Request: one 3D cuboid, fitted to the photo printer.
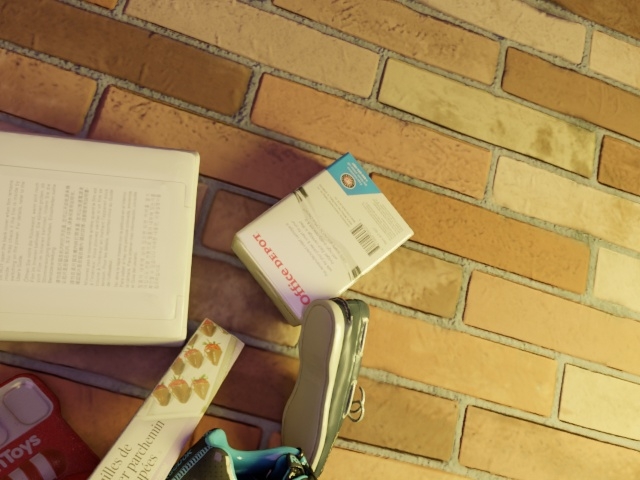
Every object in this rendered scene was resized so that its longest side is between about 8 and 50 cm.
[{"bbox_3d":[-0.313,-0.002,0.757,0.308,0.107,0.256,4,82,-14],"label":"photo printer"}]

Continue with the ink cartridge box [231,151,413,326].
[{"bbox_3d":[0.000,0.000,0.851,0.203,0.086,0.148,-37,89,-18],"label":"ink cartridge box"}]

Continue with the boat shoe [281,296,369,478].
[{"bbox_3d":[0.008,0.194,0.789,0.079,0.095,0.254,3,98,-37],"label":"boat shoe"}]

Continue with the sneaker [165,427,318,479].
[{"bbox_3d":[-0.023,0.321,0.702,0.341,0.125,0.139,27,96,-30],"label":"sneaker"}]

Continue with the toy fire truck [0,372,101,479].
[{"bbox_3d":[-0.355,0.300,0.624,0.254,0.169,0.302,42,39,12],"label":"toy fire truck"}]

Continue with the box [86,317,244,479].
[{"bbox_3d":[-0.177,0.207,0.670,0.063,0.067,0.324,35,30,-4],"label":"box"}]
